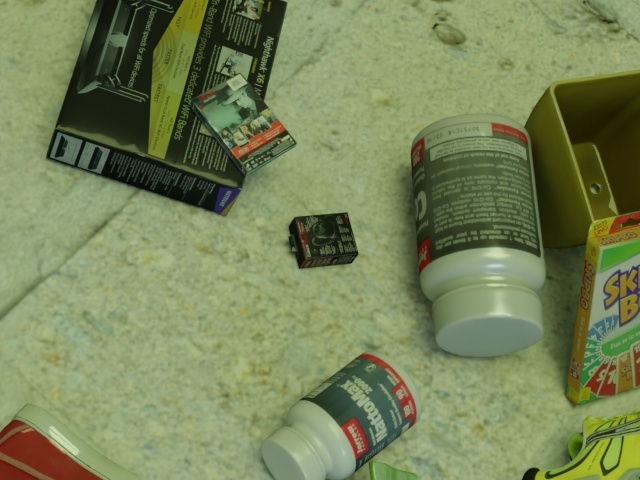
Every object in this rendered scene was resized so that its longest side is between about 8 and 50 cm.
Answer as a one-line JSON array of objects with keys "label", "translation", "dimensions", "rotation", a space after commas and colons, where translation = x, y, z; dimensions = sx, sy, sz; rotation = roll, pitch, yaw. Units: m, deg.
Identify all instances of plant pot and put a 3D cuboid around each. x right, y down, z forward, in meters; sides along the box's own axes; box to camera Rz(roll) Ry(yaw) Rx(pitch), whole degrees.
[{"label": "plant pot", "translation": [0.381, -0.093, 1.894], "dimensions": [0.212, 0.187, 0.212], "rotation": [-10, 77, -23]}]

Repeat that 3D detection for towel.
[{"label": "towel", "translation": [0.098, 0.338, 1.642], "dimensions": [0.113, 0.023, 0.152], "rotation": [32, 45, -55]}]

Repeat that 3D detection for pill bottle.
[{"label": "pill bottle", "translation": [0.023, 0.220, 1.664], "dimensions": [0.180, 0.108, 0.108], "rotation": [-35, 80, -30]}, {"label": "pill bottle", "translation": [0.203, -0.006, 1.811], "dimensions": [0.161, 0.161, 0.283], "rotation": [7, 63, -17]}]

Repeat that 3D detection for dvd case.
[{"label": "dvd case", "translation": [-0.097, -0.146, 1.765], "dimensions": [0.087, 0.013, 0.119], "rotation": [-35, 83, -32]}]

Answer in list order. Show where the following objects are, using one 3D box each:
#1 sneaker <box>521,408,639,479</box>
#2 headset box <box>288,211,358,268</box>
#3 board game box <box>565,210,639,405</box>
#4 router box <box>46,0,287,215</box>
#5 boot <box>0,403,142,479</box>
[{"label": "sneaker", "translation": [0.404, 0.258, 1.767], "dimensions": [0.385, 0.145, 0.147], "rotation": [-29, 58, -37]}, {"label": "headset box", "translation": [0.000, 0.000, 1.809], "dimensions": [0.083, 0.032, 0.062], "rotation": [-7, 67, -22]}, {"label": "board game box", "translation": [0.384, 0.083, 1.796], "dimensions": [0.124, 0.259, 0.039], "rotation": [-12, 29, -24]}, {"label": "router box", "translation": [-0.193, -0.211, 1.816], "dimensions": [0.243, 0.081, 0.309], "rotation": [19, 60, -11]}, {"label": "boot", "translation": [-0.279, 0.313, 1.523], "dimensions": [0.244, 0.088, 0.176], "rotation": [33, 58, 8]}]
